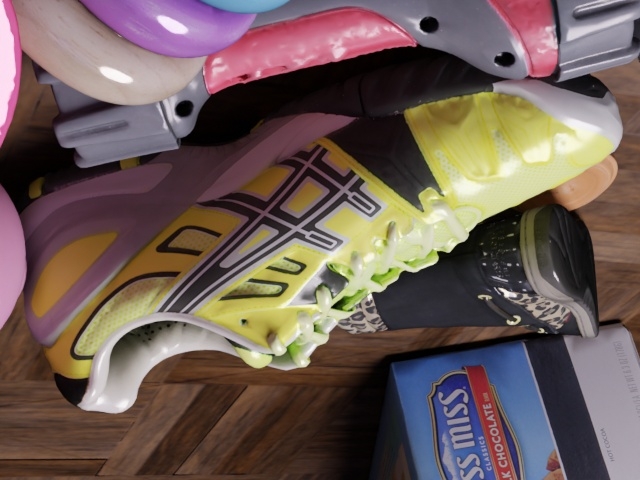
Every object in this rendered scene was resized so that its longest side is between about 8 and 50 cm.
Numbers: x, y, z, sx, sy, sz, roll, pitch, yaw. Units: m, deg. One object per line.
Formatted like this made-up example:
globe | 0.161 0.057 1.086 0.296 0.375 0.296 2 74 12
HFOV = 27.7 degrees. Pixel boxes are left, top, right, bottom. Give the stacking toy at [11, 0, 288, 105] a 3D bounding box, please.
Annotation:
stacking toy | 0.010 -0.183 0.491 0.330 0.141 0.141 -28 147 31

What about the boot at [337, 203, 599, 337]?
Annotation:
boot | 0.114 0.032 0.983 0.179 0.085 0.236 -8 165 18

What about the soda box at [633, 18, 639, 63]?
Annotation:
soda box | 0.265 -0.188 0.639 0.091 0.098 0.286 5 146 -25

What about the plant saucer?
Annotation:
plant saucer | 0.174 -0.042 0.937 0.084 0.013 0.083 -9 149 -5

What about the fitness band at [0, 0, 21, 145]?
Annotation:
fitness band | -0.235 -0.072 0.433 0.209 0.054 0.291 -49 141 11

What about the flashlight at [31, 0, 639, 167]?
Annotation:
flashlight | 0.009 -0.107 0.680 0.304 0.103 0.103 -15 152 2

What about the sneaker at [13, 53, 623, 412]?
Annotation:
sneaker | 0.000 0.000 0.792 0.385 0.147 0.145 -18 159 14

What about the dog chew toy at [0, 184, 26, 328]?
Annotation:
dog chew toy | -0.291 -0.004 0.655 0.207 0.206 0.332 -32 152 30

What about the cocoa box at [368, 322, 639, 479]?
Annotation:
cocoa box | 0.181 0.270 1.245 0.228 0.231 0.347 -8 150 -7
